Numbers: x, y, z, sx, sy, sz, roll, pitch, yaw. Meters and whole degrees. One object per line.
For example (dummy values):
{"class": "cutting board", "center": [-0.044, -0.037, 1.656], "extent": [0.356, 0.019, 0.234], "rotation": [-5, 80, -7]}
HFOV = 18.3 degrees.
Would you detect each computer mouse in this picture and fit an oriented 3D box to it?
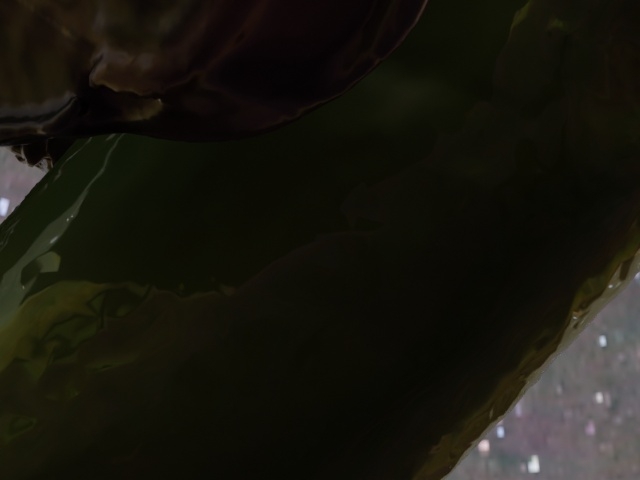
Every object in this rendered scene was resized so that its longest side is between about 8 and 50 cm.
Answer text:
{"class": "computer mouse", "center": [-0.098, -0.162, 0.560], "extent": [0.389, 0.115, 0.199], "rotation": [40, -62, 29]}

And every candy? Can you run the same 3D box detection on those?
{"class": "candy", "center": [0.000, 0.000, 0.575], "extent": [0.343, 0.142, 0.132], "rotation": [-48, -68, -6]}

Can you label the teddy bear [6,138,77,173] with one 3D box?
{"class": "teddy bear", "center": [-0.151, -0.101, 0.992], "extent": [0.368, 0.357, 0.224], "rotation": [28, -103, -33]}
